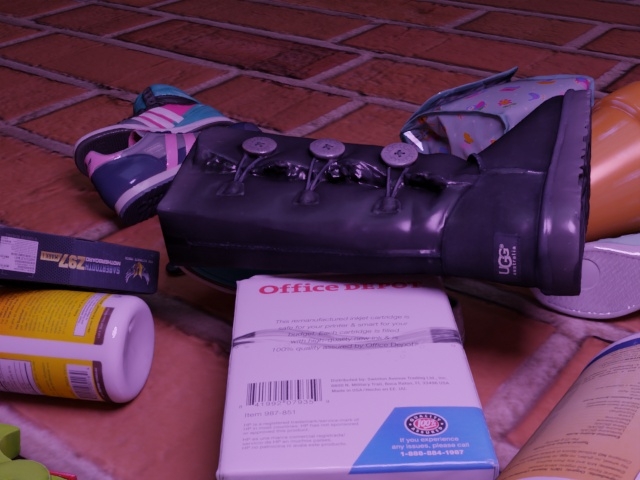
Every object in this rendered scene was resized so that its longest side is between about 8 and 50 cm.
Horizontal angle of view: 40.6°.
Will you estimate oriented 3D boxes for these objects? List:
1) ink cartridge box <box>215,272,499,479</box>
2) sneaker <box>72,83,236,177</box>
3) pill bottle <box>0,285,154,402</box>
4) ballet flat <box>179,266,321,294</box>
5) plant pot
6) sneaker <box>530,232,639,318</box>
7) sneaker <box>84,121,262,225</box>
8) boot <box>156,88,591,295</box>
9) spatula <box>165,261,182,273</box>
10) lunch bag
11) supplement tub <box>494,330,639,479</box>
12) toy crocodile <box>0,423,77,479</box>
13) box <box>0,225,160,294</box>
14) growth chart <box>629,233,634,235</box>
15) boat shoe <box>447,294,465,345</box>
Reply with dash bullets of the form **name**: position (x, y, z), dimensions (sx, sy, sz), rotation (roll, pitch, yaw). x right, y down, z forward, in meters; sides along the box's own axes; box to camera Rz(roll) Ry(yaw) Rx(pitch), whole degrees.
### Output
- **ink cartridge box**: position (0.026, 0.159, 0.832), dimensions (0.223, 0.129, 0.307), rotation (-2, 28, -1)
- **sneaker**: position (-0.304, -0.191, 1.493), dimensions (0.296, 0.123, 0.178), rotation (-12, 34, -33)
- **pill bottle**: position (-0.301, 0.112, 0.953), dimensions (0.215, 0.117, 0.117), rotation (4, 29, 10)
- **ballet flat**: position (0.000, 0.000, 1.155), dimensions (0.400, 0.139, 0.139), rotation (-3, 29, -11)
- **plant pot**: position (0.390, -0.085, 1.171), dimensions (0.188, 0.205, 0.205), rotation (-26, 34, -10)
- **sneaker**: position (0.397, 0.035, 1.102), dimensions (0.256, 0.094, 0.151), rotation (-9, 3, 15)
- **sneaker**: position (-0.229, -0.145, 1.382), dimensions (0.131, 0.112, 0.319), rotation (45, 44, 12)
- **boot**: position (0.081, -0.077, 1.010), dimensions (0.445, 0.146, 0.367), rotation (2, 26, 19)
- **spatula**: position (-0.089, -0.009, 1.250), dimensions (0.296, 0.030, 0.084), rotation (-19, 32, -28)
- **lunch bag**: position (0.288, -0.188, 1.429), dimensions (0.223, 0.160, 0.262), rotation (-23, 24, -28)
- **supplement tub**: position (0.227, 0.223, 0.603), dimensions (0.228, 0.228, 0.316), rotation (19, 36, 33)
- **toy crocodile**: position (-0.178, 0.247, 0.701), dimensions (0.341, 0.115, 0.105), rotation (13, 32, 26)
- **box**: position (-0.336, 0.027, 1.017), dimensions (0.183, 0.059, 0.233), rotation (0, -8, 36)
- **growth chart**: position (0.397, -0.039, 1.284), dimensions (0.237, 0.021, 0.172), rotation (-17, 33, -26)
- **boat shoe**: position (0.065, 0.073, 1.038), dimensions (0.228, 0.081, 0.079), rotation (13, 32, 24)
